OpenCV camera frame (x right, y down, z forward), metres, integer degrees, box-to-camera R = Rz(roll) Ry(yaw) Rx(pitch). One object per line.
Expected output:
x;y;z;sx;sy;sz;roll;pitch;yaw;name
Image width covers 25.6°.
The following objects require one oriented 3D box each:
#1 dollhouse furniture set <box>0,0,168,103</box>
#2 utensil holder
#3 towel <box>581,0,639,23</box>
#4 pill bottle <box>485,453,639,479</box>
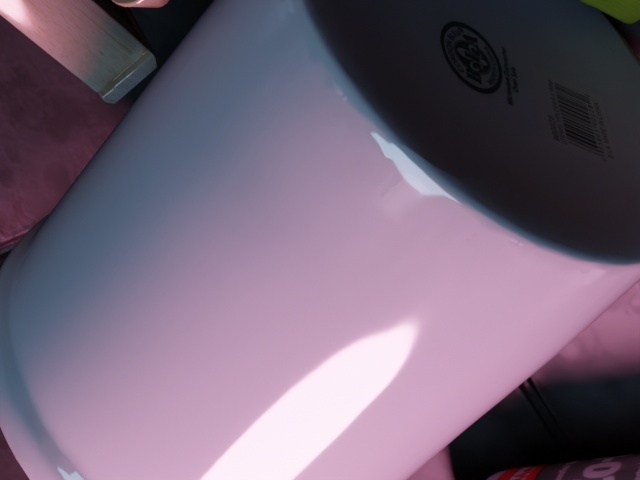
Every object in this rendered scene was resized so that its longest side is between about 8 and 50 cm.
-0.075;-0.281;0.883;0.355;0.303;0.174;-39;140;8;dollhouse furniture set
0.000;0.000;0.938;0.328;0.327;0.385;39;128;-5;utensil holder
0.252;-0.204;0.835;0.102;0.021;0.237;15;146;-43;towel
0.213;0.255;1.121;0.283;0.161;0.161;-12;117;31;pill bottle
